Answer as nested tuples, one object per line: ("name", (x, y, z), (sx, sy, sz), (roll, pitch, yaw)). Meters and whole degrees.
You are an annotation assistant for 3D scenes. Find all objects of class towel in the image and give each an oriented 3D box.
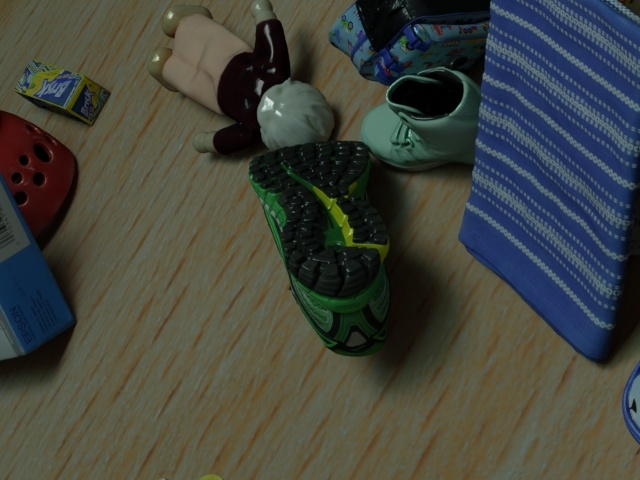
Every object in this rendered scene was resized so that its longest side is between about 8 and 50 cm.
("towel", (0.207, -0.081, 1.410), (0.243, 0.040, 0.336), (-131, 35, -49))

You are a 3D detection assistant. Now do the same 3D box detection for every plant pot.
("plant pot", (-0.468, -0.096, 2.166), (0.191, 0.174, 0.191), (-30, 41, 30))

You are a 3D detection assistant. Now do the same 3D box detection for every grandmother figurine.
("grandmother figurine", (-0.093, -0.196, 1.923), (0.342, 0.104, 0.208), (40, 123, 48))

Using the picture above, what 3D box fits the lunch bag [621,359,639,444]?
("lunch bag", (0.384, 0.134, 1.185), (0.243, 0.115, 0.303), (-55, 38, 6))

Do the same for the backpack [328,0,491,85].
("backpack", (0.100, -0.226, 1.693), (0.173, 0.158, 0.117), (-39, 67, 49))

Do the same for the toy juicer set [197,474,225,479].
("toy juicer set", (-0.071, 0.376, 1.515), (0.329, 0.089, 0.209), (24, 84, 50))

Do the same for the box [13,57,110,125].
("box", (-0.377, -0.217, 2.260), (0.169, 0.054, 0.059), (22, 82, 50))

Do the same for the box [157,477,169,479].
("box", (-0.218, 0.369, 1.716), (0.145, 0.038, 0.186), (-22, 50, 35))

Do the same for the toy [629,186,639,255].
("toy", (0.267, -0.100, 1.506), (0.137, 0.056, 0.237), (-6, 61, 45))

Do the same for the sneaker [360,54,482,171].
("sneaker", (0.102, -0.139, 1.629), (0.256, 0.151, 0.094), (8, 73, 50))

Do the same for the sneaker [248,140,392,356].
("sneaker", (0.000, 0.000, 1.658), (0.134, 0.146, 0.343), (-8, 31, -1))

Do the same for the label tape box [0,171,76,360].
("label tape box", (-0.511, 0.050, 2.070), (0.333, 0.241, 0.106), (-13, 17, 41))

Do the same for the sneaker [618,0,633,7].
("sneaker", (0.250, -0.215, 1.493), (0.118, 0.107, 0.279), (-13, 56, 0))
